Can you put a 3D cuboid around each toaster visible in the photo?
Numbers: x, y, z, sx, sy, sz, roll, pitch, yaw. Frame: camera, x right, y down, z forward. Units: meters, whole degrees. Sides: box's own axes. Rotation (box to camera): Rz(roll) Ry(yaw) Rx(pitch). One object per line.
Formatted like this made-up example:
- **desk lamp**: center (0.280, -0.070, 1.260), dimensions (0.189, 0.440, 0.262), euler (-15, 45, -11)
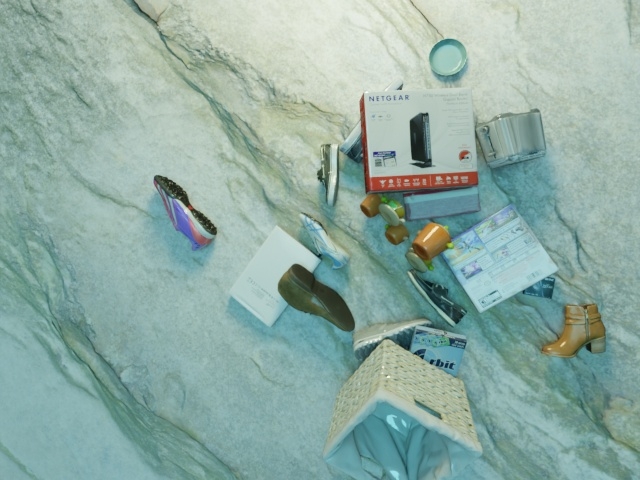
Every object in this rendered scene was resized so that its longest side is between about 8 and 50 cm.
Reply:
- **toaster**: center (0.584, -0.307, 1.263), dimensions (0.227, 0.129, 0.146), euler (-15, 93, -26)

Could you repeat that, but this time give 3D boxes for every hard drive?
- **hard drive**: center (-0.164, 0.128, 1.490), dimensions (0.203, 0.040, 0.307), euler (38, 98, 8)

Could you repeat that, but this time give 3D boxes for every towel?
- **towel**: center (0.382, -0.238, 1.371), dimensions (0.238, 0.037, 0.328), euler (-7, 89, 12)

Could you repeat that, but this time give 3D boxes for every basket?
- **basket**: center (0.230, 0.539, 1.243), dimensions (0.329, 0.266, 0.331), euler (30, 116, -3)

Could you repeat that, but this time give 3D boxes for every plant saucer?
- **plant saucer**: center (0.414, -0.595, 1.361), dimensions (0.120, 0.021, 0.119), euler (0, 92, 11)

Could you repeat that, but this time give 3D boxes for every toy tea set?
- **toy tea set**: center (0.280, -0.058, 1.337), dimensions (0.124, 0.200, 0.336), euler (-40, 82, -15)

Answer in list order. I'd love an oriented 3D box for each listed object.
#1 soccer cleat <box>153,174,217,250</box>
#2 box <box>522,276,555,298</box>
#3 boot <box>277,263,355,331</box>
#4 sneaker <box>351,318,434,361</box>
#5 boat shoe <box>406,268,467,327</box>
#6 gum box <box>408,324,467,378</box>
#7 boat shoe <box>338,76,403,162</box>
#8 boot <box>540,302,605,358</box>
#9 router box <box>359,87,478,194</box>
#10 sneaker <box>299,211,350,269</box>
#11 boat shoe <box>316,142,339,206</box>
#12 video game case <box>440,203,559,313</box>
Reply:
- **soccer cleat**: center (-0.518, -0.104, 1.527), dimensions (0.116, 0.109, 0.318), euler (-44, 86, 14)
- **box**: center (0.693, 0.145, 1.325), dimensions (0.084, 0.018, 0.067), euler (10, 94, 12)
- **boot**: center (-0.014, 0.215, 1.429), dimensions (0.305, 0.112, 0.115), euler (42, 117, -5)
- **sneaker**: center (0.234, 0.300, 1.383), dimensions (0.282, 0.115, 0.105), euler (-12, 120, -5)
- **boat shoe**: center (0.375, 0.175, 1.364), dimensions (0.079, 0.084, 0.233), euler (-44, 86, 1)
- **gum box**: center (0.357, 0.370, 1.321), dimensions (0.157, 0.041, 0.184), euler (11, 111, 6)
- **boat shoe**: center (0.189, -0.390, 1.373), dimensions (0.102, 0.108, 0.301), euler (37, 91, -9)
- **boot**: center (0.770, 0.276, 1.289), dimensions (0.198, 0.073, 0.152), euler (-9, 91, 0)
- **router box**: center (0.297, -0.302, 1.282), dimensions (0.336, 0.082, 0.300), euler (-5, 90, -4)
- **sneaker**: center (0.000, 0.000, 1.431), dimensions (0.086, 0.085, 0.237), euler (-42, 82, 5)
- **boat shoe**: center (0.025, -0.222, 1.428), dimensions (0.070, 0.078, 0.219), euler (2, 84, 11)
- **video game case**: center (0.552, 0.058, 1.322), dimensions (0.270, 0.061, 0.244), euler (-32, 80, 11)
